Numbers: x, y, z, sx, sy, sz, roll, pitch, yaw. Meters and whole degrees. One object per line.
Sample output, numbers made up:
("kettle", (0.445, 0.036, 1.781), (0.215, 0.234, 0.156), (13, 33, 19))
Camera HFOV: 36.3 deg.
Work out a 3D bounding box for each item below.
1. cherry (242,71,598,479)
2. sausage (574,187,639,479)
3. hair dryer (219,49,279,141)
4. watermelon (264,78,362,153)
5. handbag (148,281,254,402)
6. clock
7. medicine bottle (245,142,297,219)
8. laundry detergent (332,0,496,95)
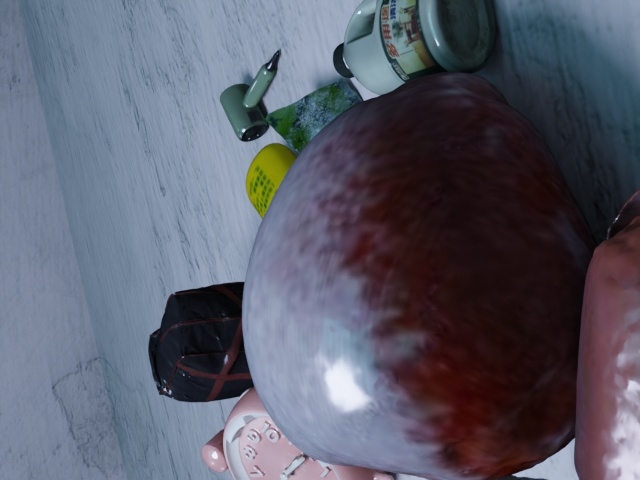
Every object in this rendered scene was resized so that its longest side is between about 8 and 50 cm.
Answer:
("cherry", (0.080, 0.046, 0.816), (0.326, 0.292, 0.334), (-52, 47, 50))
("sausage", (0.240, 0.097, 0.624), (0.152, 0.152, 0.279), (6, 97, 63))
("hair dryer", (-0.081, -0.200, 1.294), (0.150, 0.047, 0.071), (-50, 60, 48))
("watermelon", (0.024, -0.117, 1.108), (0.101, 0.080, 0.155), (-48, 49, 19))
("handbag", (-0.118, 0.132, 1.337), (0.169, 0.215, 0.155), (-46, 53, 57))
("clock", (-0.011, 0.270, 1.269), (0.227, 0.142, 0.241), (44, 138, 9))
("medicine bottle", (0.000, 0.000, 1.176), (0.309, 0.076, 0.111), (53, 153, 40))
("laundry detergent", (0.075, -0.191, 0.930), (0.226, 0.070, 0.099), (0, 112, 65))
